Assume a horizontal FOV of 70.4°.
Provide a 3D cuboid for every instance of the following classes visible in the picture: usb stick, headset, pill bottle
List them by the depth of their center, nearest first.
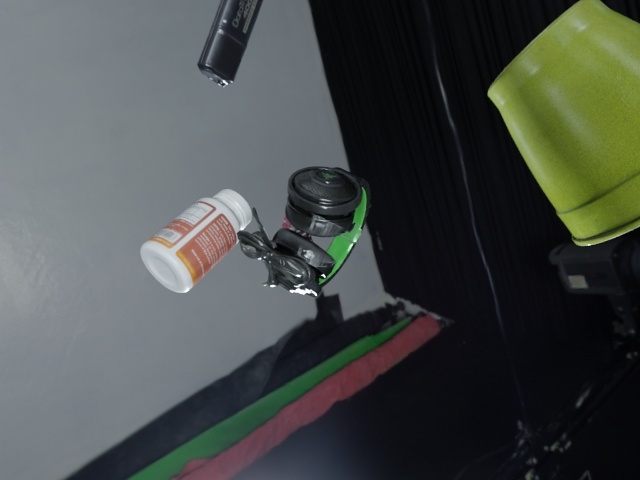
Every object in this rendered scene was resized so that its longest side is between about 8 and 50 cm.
[{"bbox_3d":[0.000,0.000,0.790,0.185,0.244,0.394,29,-165,24],"label":"headset"},{"bbox_3d":[-0.146,-0.420,0.819,0.045,0.278,0.077,20,180,43],"label":"usb stick"},{"bbox_3d":[-0.238,-0.008,0.907,0.121,0.121,0.216,-9,-149,45],"label":"pill bottle"}]

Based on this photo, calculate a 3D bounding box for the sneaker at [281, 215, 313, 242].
[{"bbox_3d":[-0.044,-0.020,0.996,0.074,0.171,0.063,16,-164,-26],"label":"sneaker"}]

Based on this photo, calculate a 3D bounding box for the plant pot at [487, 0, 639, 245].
[{"bbox_3d":[0.525,-0.243,0.859,0.366,0.353,0.366,-39,174,-5],"label":"plant pot"}]
